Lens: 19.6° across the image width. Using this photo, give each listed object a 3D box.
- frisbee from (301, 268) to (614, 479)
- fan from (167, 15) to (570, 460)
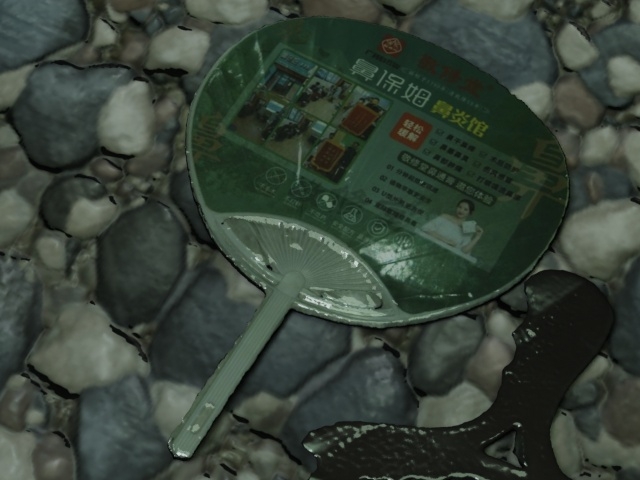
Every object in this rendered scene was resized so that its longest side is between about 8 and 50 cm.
[{"bbox_3d":[0.083,0.108,0.987,0.188,0.012,0.211,0,61,-3],"label":"frisbee"},{"bbox_3d":[-0.009,-0.029,1.056,0.294,0.012,0.223,-27,66,-19],"label":"fan"}]
